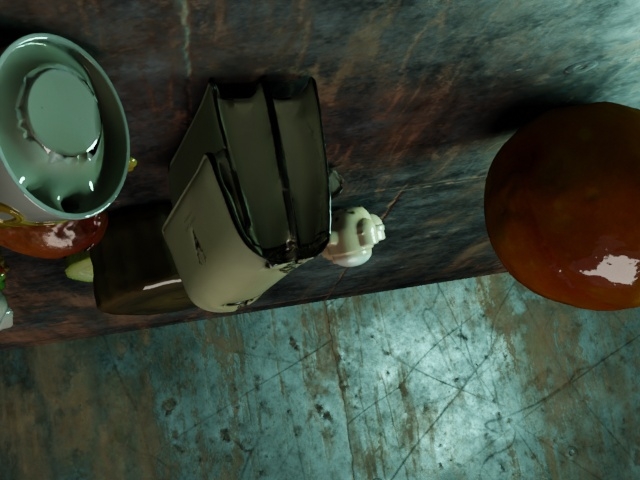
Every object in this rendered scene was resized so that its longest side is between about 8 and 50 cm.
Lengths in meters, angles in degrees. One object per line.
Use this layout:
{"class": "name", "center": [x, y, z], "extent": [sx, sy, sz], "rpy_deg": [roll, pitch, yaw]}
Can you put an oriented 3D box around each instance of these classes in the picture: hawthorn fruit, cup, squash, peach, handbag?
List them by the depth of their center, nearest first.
{"class": "cup", "center": [-0.319, -0.092, 0.983], "extent": [0.226, 0.185, 0.241], "rpy_deg": [-10, 164, 29]}
{"class": "hawthorn fruit", "center": [-0.347, -0.054, 1.160], "extent": [0.179, 0.173, 0.173], "rpy_deg": [-18, 176, -37]}
{"class": "handbag", "center": [-0.108, -0.045, 1.258], "extent": [0.160, 0.236, 0.358], "rpy_deg": [-8, 169, -20]}
{"class": "peach", "center": [0.416, -0.058, 1.458], "extent": [0.302, 0.342, 0.343], "rpy_deg": [19, 153, -33]}
{"class": "squash", "center": [-0.414, 0.040, 1.902], "extent": [0.219, 0.041, 0.219], "rpy_deg": [-10, 169, -2]}

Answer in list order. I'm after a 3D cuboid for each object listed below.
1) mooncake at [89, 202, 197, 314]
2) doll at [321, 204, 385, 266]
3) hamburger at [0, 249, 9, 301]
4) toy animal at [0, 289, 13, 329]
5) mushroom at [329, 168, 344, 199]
{"class": "mooncake", "center": [-0.276, 0.035, 1.696], "extent": [0.291, 0.161, 0.290], "rpy_deg": [-12, 168, -2]}
{"class": "doll", "center": [-0.001, 0.000, 1.903], "extent": [0.278, 0.119, 0.154], "rpy_deg": [-9, -176, 27]}
{"class": "hamburger", "center": [-0.622, 0.057, 1.531], "extent": [0.237, 0.148, 0.237], "rpy_deg": [-1, 169, 0]}
{"class": "toy animal", "center": [-0.568, 0.106, 1.316], "extent": [0.241, 0.367, 0.196], "rpy_deg": [-18, 176, -25]}
{"class": "mushroom", "center": [-0.067, -0.081, 1.538], "extent": [0.210, 0.072, 0.094], "rpy_deg": [-2, 175, -36]}
